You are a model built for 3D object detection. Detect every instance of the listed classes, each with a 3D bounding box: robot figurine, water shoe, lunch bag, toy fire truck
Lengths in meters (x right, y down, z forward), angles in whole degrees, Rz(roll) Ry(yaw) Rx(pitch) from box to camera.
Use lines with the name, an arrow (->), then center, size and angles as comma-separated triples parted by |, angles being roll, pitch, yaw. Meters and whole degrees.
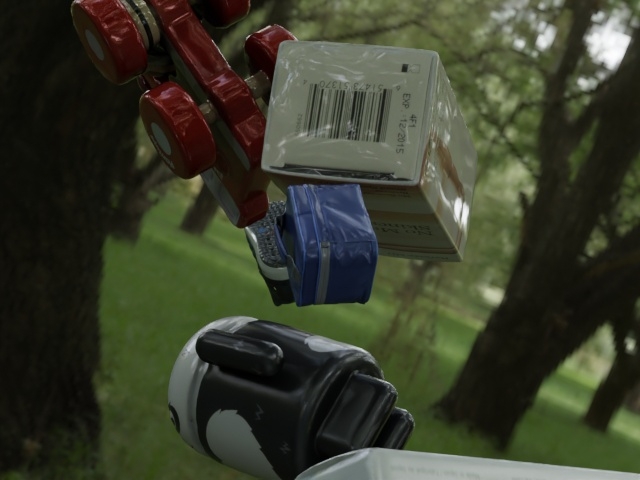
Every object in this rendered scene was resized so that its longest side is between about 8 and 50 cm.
robot figurine -> -0.040, 0.184, 1.464 | 0.278, 0.209, 0.173 | 14, 21, 34
water shoe -> -0.062, 0.017, 1.758 | 0.073, 0.080, 0.203 | -7, 27, -1
lunch bag -> 0.000, 0.000, 1.006 | 0.065, 0.067, 0.098 | -2, 41, -13
toy fire truck -> -0.146, -0.171, 1.455 | 0.302, 0.169, 0.254 | 54, -20, 10

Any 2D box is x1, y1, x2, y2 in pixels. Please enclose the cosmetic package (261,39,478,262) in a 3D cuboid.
cosmetic package -> 0.057, -0.077, 1.289 | 0.153, 0.129, 0.296 | 5, -12, 16

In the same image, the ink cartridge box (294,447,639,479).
ink cartridge box -> 0.144, 0.335, 0.846 | 0.308, 0.385, 0.091 | 13, -29, -37
